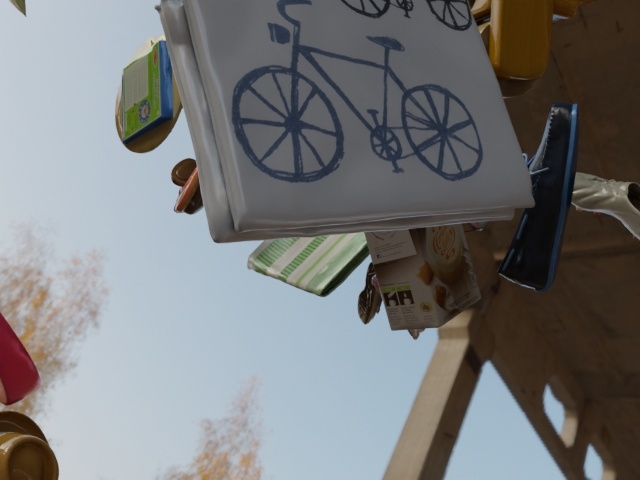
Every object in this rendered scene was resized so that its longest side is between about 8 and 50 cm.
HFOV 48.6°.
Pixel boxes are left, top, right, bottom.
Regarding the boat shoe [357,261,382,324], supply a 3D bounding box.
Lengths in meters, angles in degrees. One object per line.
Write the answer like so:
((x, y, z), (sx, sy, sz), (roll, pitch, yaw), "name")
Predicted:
((0.114, 0.108, 1.450), (0.056, 0.048, 0.153), (-129, -139, -50), "boat shoe")

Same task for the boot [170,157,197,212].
((-0.304, -0.119, 1.643), (0.073, 0.197, 0.152), (50, -60, 9), "boot")

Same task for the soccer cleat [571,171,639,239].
((0.431, -0.064, 1.034), (0.196, 0.068, 0.076), (43, -24, 44), "soccer cleat")

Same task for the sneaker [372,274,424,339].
((0.183, 0.102, 1.381), (0.103, 0.111, 0.252), (56, 3, 28), "sneaker")

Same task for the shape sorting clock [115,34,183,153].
((-0.292, -0.250, 1.219), (0.040, 0.206, 0.206), (10, -17, -43), "shape sorting clock")

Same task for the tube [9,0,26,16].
((-0.569, -0.481, 1.274), (0.070, 0.240, 0.062), (11, -62, -35), "tube")

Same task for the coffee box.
((0.154, 0.002, 1.129), (0.098, 0.141, 0.247), (-11, -81, 41), "coffee box")

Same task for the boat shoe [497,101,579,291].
((0.286, -0.056, 0.947), (0.089, 0.109, 0.258), (13, -75, 23), "boat shoe")

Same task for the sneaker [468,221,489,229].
((0.199, -0.060, 1.003), (0.057, 0.047, 0.119), (112, -42, -57), "sneaker")

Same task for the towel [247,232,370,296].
((0.000, 0.000, 1.417), (0.324, 0.248, 0.038), (14, -37, 56), "towel")

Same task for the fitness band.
((-0.434, 0.088, 0.873), (0.290, 0.054, 0.209), (22, -51, 43), "fitness band")

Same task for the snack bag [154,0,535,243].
((0.019, -0.171, 0.560), (0.037, 0.323, 0.343), (-27, -106, 50), "snack bag")

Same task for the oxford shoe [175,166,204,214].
((-0.168, -0.158, 1.510), (0.132, 0.364, 0.130), (42, -37, -4), "oxford shoe")

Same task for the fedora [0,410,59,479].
((-0.437, 0.342, 1.022), (0.079, 0.194, 0.194), (-11, -53, 28), "fedora")

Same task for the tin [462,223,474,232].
((0.282, -0.068, 1.602), (0.189, 0.040, 0.106), (5, -47, 4), "tin")

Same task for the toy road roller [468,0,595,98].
((0.325, -0.369, 1.072), (0.240, 0.330, 0.202), (4, 5, -14), "toy road roller")
